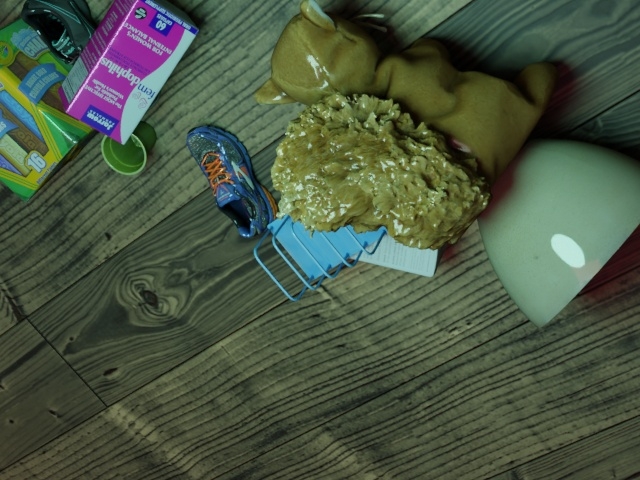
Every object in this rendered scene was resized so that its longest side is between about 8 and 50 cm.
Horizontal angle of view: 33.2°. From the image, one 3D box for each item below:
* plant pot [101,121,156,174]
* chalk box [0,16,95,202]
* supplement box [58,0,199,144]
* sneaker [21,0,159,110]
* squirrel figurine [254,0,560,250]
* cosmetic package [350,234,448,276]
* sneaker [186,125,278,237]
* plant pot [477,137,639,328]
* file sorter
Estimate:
[{"bbox_3d":[-0.320,-0.167,1.840,0.083,0.079,0.083,9,122,15],"label":"plant pot"},{"bbox_3d":[-0.518,-0.247,1.805,0.289,0.180,0.179,45,123,-10],"label":"chalk box"},{"bbox_3d":[-0.304,-0.280,1.686,0.111,0.114,0.220,28,104,-30],"label":"supplement box"},{"bbox_3d":[-0.383,-0.305,1.770,0.267,0.106,0.101,43,122,-9],"label":"sneaker"},{"bbox_3d":[0.081,-0.172,1.510,0.370,0.397,0.281,35,131,-2],"label":"squirrel figurine"},{"bbox_3d":[0.090,-0.023,1.756,0.231,0.117,0.086,12,120,14],"label":"cosmetic package"},{"bbox_3d":[-0.152,-0.098,1.815,0.083,0.087,0.221,-29,106,30],"label":"sneaker"},{"bbox_3d":[0.341,-0.039,1.578,0.191,0.284,0.284,40,124,8],"label":"plant pot"},{"bbox_3d":[0.000,0.000,1.670,0.170,0.104,0.118,-33,103,30],"label":"file sorter"}]
